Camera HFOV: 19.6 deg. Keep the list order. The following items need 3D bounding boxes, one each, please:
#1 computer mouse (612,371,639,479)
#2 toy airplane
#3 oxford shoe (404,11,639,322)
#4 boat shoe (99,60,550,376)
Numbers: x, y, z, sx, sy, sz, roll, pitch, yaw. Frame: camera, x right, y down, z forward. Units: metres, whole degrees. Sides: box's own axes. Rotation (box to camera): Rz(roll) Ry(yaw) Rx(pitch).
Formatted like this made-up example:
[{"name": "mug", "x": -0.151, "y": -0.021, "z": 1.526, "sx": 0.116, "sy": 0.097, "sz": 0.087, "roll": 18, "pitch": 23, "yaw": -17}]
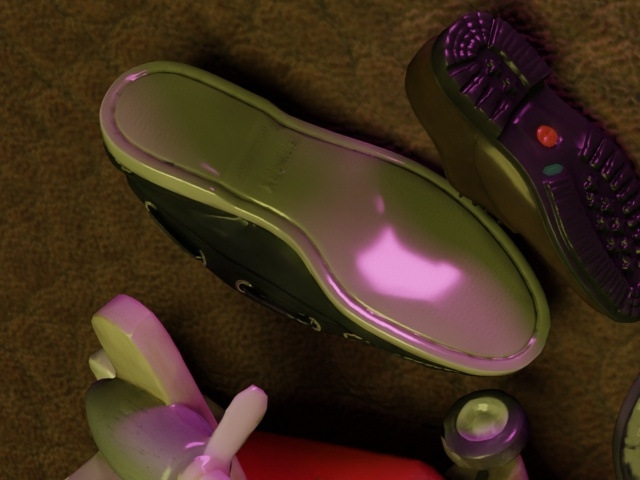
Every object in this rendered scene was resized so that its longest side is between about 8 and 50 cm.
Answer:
[{"name": "computer mouse", "x": 0.282, "y": 0.071, "z": 1.174, "sx": 0.188, "sy": 0.072, "sz": 0.272, "roll": 30, "pitch": 111, "yaw": 17}, {"name": "toy airplane", "x": -0.048, "y": 0.225, "z": 1.299, "sx": 0.386, "sy": 0.272, "sz": 0.384, "roll": 35, "pitch": 147, "yaw": -6}, {"name": "oxford shoe", "x": 0.138, "y": -0.040, "z": 1.205, "sx": 0.227, "sy": 0.083, "sz": 0.096, "roll": 55, "pitch": 149, "yaw": -5}, {"name": "boat shoe", "x": -0.003, "y": 0.003, "z": 1.277, "sx": 0.340, "sy": 0.127, "sz": 0.113, "roll": 26, "pitch": 152, "yaw": 8}]
